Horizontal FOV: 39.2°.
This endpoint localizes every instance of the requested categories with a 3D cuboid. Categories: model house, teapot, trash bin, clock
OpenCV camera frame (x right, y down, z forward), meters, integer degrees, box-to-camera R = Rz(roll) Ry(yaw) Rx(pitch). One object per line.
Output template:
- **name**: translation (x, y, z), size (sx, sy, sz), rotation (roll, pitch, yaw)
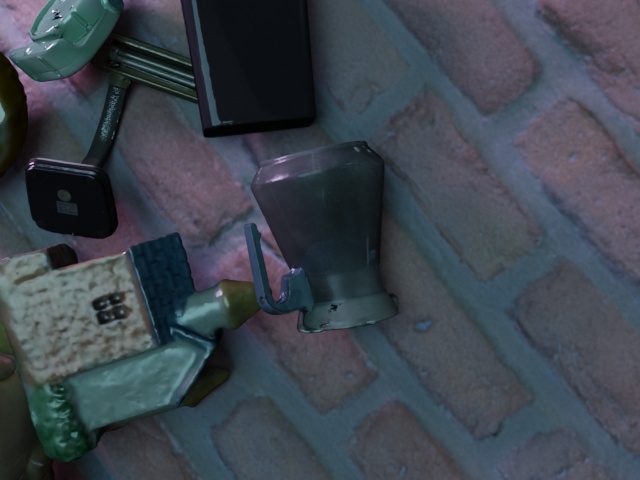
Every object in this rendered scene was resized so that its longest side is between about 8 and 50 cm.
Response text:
- **model house**: translation (-0.216, 0.107, 1.171), size (0.325, 0.194, 0.267), rotation (-16, 93, 1)
- **teapot**: translation (0.000, 0.000, 1.130), size (0.203, 0.171, 0.225), rotation (-12, 90, -34)
- **trash bin**: translation (-0.095, -0.260, 1.188), size (0.165, 0.115, 0.225), rotation (-7, 89, -8)
- **clock**: translation (-0.340, -0.306, 1.243), size (0.148, 0.060, 0.188), rotation (1, 57, 47)

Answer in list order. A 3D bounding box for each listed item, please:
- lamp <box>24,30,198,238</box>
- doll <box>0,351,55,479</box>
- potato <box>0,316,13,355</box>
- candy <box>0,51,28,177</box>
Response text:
- **lamp**: translation (-0.257, -0.134, 1.219), size (0.203, 0.124, 0.283), rotation (11, 57, 8)
- **doll**: translation (-0.446, 0.310, 1.162), size (0.247, 0.247, 0.349), rotation (2, 114, 12)
- **potato**: translation (-0.490, 0.145, 1.292), size (0.120, 0.081, 0.149), rotation (12, 127, 46)
- **candy**: translation (-0.537, -0.176, 1.240), size (0.260, 0.118, 0.259), rotation (-4, 105, -15)
